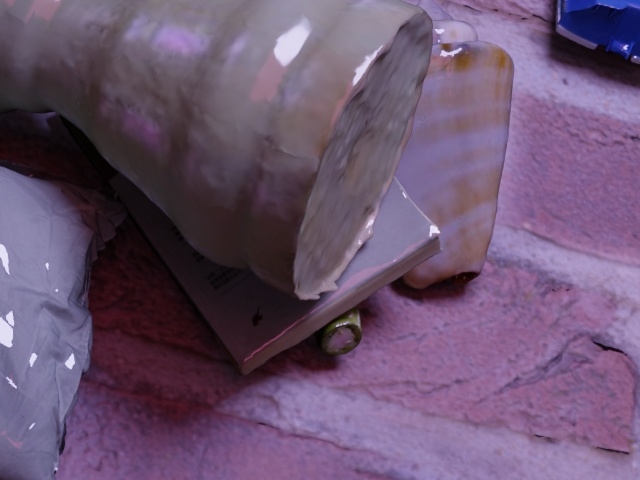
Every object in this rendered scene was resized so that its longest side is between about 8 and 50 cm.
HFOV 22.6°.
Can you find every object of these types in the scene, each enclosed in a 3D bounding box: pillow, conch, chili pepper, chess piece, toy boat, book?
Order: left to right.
[{"bbox_3d":[-0.311,0.032,1.184,0.309,0.138,0.283,19,53,-9],"label":"pillow"},{"bbox_3d":[-0.158,-0.140,1.225,0.442,0.234,0.234,23,59,14],"label":"chess piece"},{"bbox_3d":[-0.062,-0.055,1.312,0.201,0.026,0.289,-32,70,-11],"label":"book"},{"bbox_3d":[0.000,0.000,1.336,0.050,0.052,0.202,15,55,-43],"label":"chili pepper"},{"bbox_3d":[0.103,-0.096,1.369,0.158,0.127,0.255,-5,67,-19],"label":"conch"},{"bbox_3d":[0.298,-0.289,1.551,0.129,0.088,0.295,16,51,-8],"label":"toy boat"}]
